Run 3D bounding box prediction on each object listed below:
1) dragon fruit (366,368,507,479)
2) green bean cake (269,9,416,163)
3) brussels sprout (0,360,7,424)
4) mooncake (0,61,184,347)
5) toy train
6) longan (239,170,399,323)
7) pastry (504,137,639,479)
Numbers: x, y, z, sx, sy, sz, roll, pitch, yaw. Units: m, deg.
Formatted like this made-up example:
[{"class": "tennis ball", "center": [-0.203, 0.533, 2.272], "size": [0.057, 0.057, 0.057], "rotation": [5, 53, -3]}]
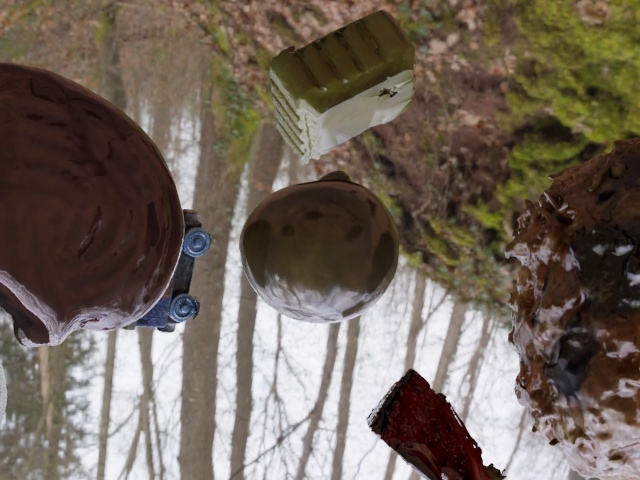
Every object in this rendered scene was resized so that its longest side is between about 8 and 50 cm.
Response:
[{"class": "dragon fruit", "center": [0.146, 0.245, 0.959], "size": [0.192, 0.092, 0.122], "rotation": [44, 176, 19]}, {"class": "green bean cake", "center": [0.043, -0.249, 1.371], "size": [0.236, 0.233, 0.124], "rotation": [-28, -109, -9]}, {"class": "brussels sprout", "center": [-0.653, 0.230, 1.182], "size": [0.361, 0.342, 0.425], "rotation": [32, -174, -24]}, {"class": "mooncake", "center": [-0.330, -0.036, 0.918], "size": [0.334, 0.325, 0.174], "rotation": [-26, -163, -34]}, {"class": "toy train", "center": [-0.376, 0.068, 1.872], "size": [0.202, 0.299, 0.131], "rotation": [7, -173, -41]}, {"class": "longan", "center": [0.000, 0.000, 0.938], "size": [0.185, 0.159, 0.204], "rotation": [7, -128, 9]}, {"class": "pastry", "center": [0.378, 0.073, 0.908], "size": [0.292, 0.405, 0.337], "rotation": [19, 158, -32]}]
